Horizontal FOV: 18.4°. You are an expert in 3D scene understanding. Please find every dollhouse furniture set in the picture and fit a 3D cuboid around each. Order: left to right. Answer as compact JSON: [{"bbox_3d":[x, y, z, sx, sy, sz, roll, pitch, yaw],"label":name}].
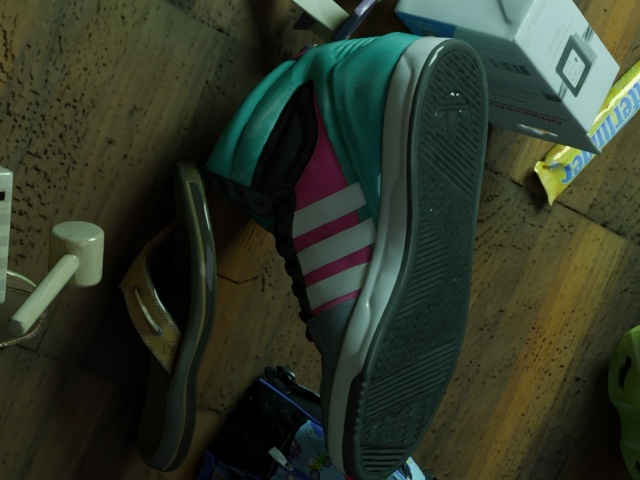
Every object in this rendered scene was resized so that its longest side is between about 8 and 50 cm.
[{"bbox_3d":[0.005,-0.184,1.375,0.081,0.091,0.114,40,50,0],"label":"dollhouse furniture set"}]

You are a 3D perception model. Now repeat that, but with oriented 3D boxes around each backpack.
[{"bbox_3d":[0.017,0.190,1.413,0.117,0.173,0.158,-52,130,-10],"label":"backpack"}]

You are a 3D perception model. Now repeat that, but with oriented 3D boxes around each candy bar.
[{"bbox_3d":[0.226,-0.095,1.570,0.161,0.018,0.040,-44,127,-15],"label":"candy bar"}]

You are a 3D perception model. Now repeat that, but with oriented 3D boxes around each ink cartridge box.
[{"bbox_3d":[0.142,-0.135,1.419,0.180,0.104,0.060,41,71,-53],"label":"ink cartridge box"}]

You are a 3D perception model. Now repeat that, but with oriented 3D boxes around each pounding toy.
[{"bbox_3d":[-0.218,-0.014,1.154,0.206,0.181,0.094,-5,109,-36],"label":"pounding toy"}]

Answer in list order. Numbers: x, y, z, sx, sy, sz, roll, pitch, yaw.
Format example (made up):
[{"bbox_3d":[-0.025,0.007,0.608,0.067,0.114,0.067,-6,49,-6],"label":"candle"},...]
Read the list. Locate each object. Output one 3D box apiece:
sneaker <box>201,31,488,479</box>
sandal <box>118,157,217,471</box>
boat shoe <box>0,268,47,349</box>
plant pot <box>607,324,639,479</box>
[{"bbox_3d":[0.000,0.000,1.323,0.124,0.178,0.295,0,102,-51],"label":"sneaker"},{"bbox_3d":[-0.110,0.053,1.340,0.060,0.090,0.219,5,111,-16],"label":"sandal"},{"bbox_3d":[-0.246,0.048,1.234,0.178,0.060,0.064,4,104,-38],"label":"boat shoe"},{"bbox_3d":[0.390,0.125,1.639,0.254,0.276,0.276,-15,116,-20],"label":"plant pot"}]
